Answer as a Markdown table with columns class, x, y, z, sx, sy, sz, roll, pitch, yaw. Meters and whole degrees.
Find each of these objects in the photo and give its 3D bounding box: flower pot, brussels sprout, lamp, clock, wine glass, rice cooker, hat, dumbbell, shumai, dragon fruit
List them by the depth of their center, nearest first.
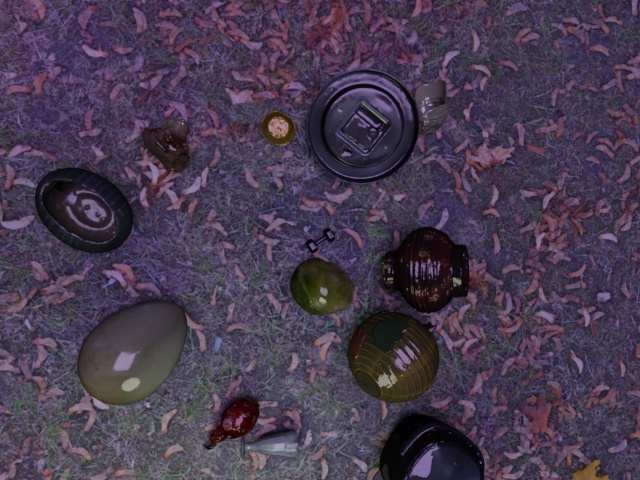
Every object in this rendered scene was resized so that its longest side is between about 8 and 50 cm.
| class | x | y | z | sx | sy | sz | roll | pitch | yaw |
| --- | --- | --- | --- | --- | --- | --- | --- | --- | --- |
| flower pot | -0.589 | -0.075 | 1.379 | 0.243 | 0.157 | 0.189 | 41 | 83 | -7 |
| shumai | -0.386 | -0.261 | 1.430 | 0.145 | 0.145 | 0.116 | 43 | 74 | -8 |
| dragon fruit | -0.242 | 0.503 | 1.481 | 0.190 | 0.094 | 0.094 | -44 | 97 | 0 |
| lamp | 0.213 | 0.296 | 1.485 | 0.284 | 0.250 | 0.250 | -37 | 97 | -29 |
| brussels sprout | 0.004 | 0.134 | 1.497 | 0.183 | 0.145 | 0.131 | 37 | 111 | -3 |
| clock | 0.116 | -0.310 | 1.499 | 0.313 | 0.061 | 0.312 | -1 | 108 | -3 |
| lamp | 0.287 | 0.081 | 1.504 | 0.247 | 0.247 | 0.246 | 0 | 91 | -10 |
| rice cooker | 0.302 | 0.617 | 1.508 | 0.268 | 0.224 | 0.266 | 0 | 90 | -8 |
| wine glass | -0.140 | 0.562 | 1.511 | 0.155 | 0.073 | 0.073 | -1 | 91 | -6 |
| dumbbell | 0.000 | 0.000 | 1.541 | 0.083 | 0.040 | 0.036 | -33 | 64 | -8 |
| hat | 0.309 | -0.381 | 1.581 | 0.123 | 0.081 | 0.165 | -3 | 73 | 28 |

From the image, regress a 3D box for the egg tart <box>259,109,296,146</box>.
| class | x | y | z | sx | sy | sz | roll | pitch | yaw |
| --- | --- | --- | --- | --- | --- | --- | --- | --- | --- |
| egg tart | -0.116 | -0.310 | 1.517 | 0.105 | 0.039 | 0.105 | 0 | 92 | -8 |

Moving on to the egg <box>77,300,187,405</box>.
| class | x | y | z | sx | sy | sz | roll | pitch | yaw |
| --- | --- | --- | --- | --- | --- | --- | --- | --- | --- |
| egg | -0.460 | 0.271 | 1.375 | 0.218 | 0.218 | 0.295 | 47 | 74 | -7 |
